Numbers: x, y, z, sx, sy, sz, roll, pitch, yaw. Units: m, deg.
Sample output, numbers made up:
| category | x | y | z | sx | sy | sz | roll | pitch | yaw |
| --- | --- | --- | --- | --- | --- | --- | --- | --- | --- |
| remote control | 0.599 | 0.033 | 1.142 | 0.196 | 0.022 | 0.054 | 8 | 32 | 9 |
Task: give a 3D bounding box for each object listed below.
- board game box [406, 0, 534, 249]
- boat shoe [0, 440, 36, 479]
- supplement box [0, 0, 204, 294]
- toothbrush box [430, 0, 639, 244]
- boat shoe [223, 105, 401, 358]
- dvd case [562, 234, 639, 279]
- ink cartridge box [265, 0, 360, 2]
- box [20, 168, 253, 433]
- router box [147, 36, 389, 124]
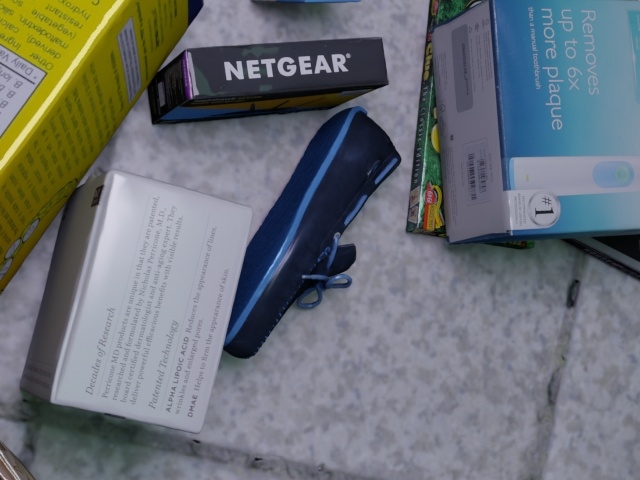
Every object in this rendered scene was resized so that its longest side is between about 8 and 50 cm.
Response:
| category | x | y | z | sx | sy | sz | roll | pitch | yaw |
| --- | --- | --- | --- | --- | --- | --- | --- | --- | --- |
| board game box | 0.162 | -0.128 | 1.149 | 0.136 | 0.030 | 0.260 | 8 | 84 | -19 |
| boat shoe | -0.333 | 0.134 | 0.888 | 0.341 | 0.110 | 0.122 | 44 | 73 | -14 |
| supplement box | -0.262 | -0.126 | 0.863 | 0.194 | 0.195 | 0.357 | 32 | 75 | 3 |
| toothbrush box | 0.269 | -0.111 | 1.109 | 0.295 | 0.126 | 0.217 | -2 | 87 | -23 |
| boat shoe | 0.000 | 0.000 | 1.036 | 0.089 | 0.109 | 0.258 | 36 | 77 | -20 |
| dvd case | 0.348 | -0.051 | 1.219 | 0.238 | 0.029 | 0.179 | 25 | 78 | -19 |
| ink cartridge box | -0.014 | -0.303 | 1.020 | 0.061 | 0.104 | 0.181 | -8 | 105 | -30 |
| box | -0.153 | 0.049 | 0.928 | 0.119 | 0.181 | 0.182 | 16 | 82 | -20 |
| router box | -0.049 | -0.138 | 1.007 | 0.178 | 0.133 | 0.046 | -8 | 89 | -22 |
